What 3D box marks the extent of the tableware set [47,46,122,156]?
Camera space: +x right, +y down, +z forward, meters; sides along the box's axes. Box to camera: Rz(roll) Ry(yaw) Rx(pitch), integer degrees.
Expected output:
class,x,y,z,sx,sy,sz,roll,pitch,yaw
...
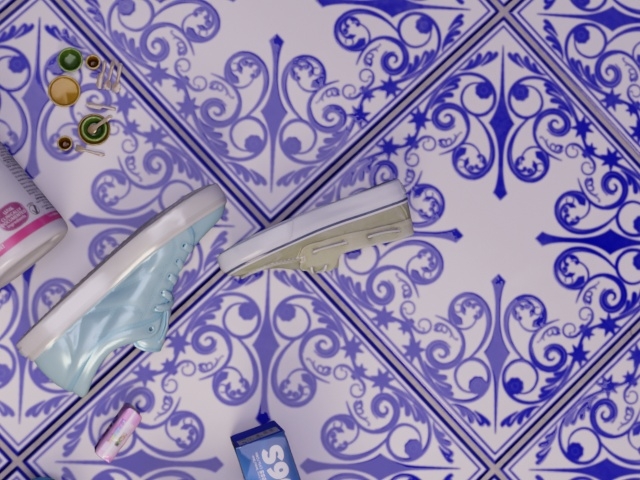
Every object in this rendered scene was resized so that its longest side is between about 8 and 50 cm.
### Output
class,x,y,z,sx,sy,sz,roll,pitch,yaw
tableware set,-0.354,-0.204,1.687,0.104,0.024,0.154,12,85,-6

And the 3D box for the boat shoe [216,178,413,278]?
class,x,y,z,sx,sy,sz,roll,pitch,yaw
boat shoe,0.000,0.000,1.675,0.302,0.109,0.094,-22,91,-10

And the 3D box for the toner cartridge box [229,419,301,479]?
class,x,y,z,sx,sy,sz,roll,pitch,yaw
toner cartridge box,-0.037,0.436,1.611,0.075,0.165,0.347,-18,88,-7

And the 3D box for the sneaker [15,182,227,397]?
class,x,y,z,sx,sy,sz,roll,pitch,yaw
sneaker,-0.252,0.075,1.637,0.366,0.135,0.150,-42,99,1

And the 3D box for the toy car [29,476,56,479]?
class,x,y,z,sx,sy,sz,roll,pitch,yaw
toy car,-0.388,0.497,1.576,0.210,0.219,0.238,-26,119,-9

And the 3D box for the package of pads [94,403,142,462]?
class,x,y,z,sx,sy,sz,roll,pitch,yaw
package of pads,-0.291,0.277,1.648,0.032,0.050,0.083,36,83,-9

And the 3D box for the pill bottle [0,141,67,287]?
class,x,y,z,sx,sy,sz,roll,pitch,yaw
pill bottle,-0.500,-0.077,1.592,0.160,0.160,0.283,-40,91,-8
